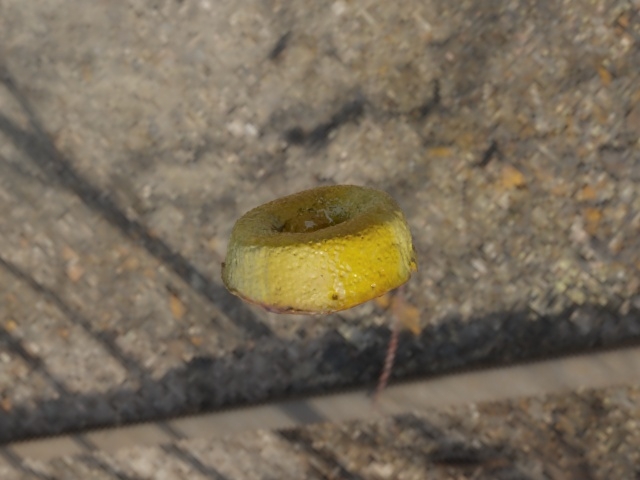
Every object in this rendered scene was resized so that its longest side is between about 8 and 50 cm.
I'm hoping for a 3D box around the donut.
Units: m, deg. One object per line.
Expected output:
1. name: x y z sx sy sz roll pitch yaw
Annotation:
1. donut: 0.000 0.000 1.260 0.162 0.178 0.065 11 118 31
